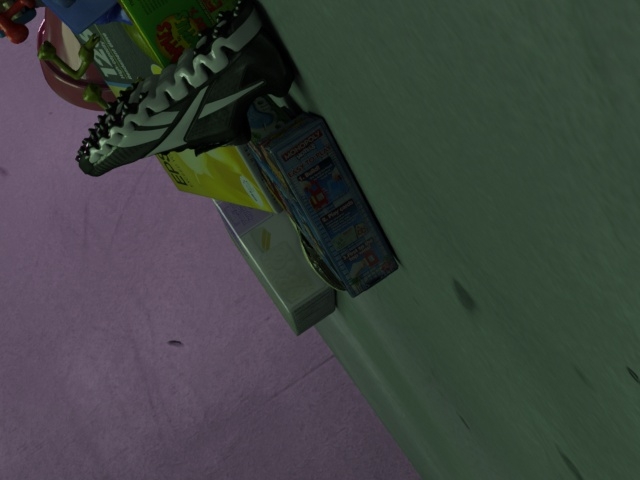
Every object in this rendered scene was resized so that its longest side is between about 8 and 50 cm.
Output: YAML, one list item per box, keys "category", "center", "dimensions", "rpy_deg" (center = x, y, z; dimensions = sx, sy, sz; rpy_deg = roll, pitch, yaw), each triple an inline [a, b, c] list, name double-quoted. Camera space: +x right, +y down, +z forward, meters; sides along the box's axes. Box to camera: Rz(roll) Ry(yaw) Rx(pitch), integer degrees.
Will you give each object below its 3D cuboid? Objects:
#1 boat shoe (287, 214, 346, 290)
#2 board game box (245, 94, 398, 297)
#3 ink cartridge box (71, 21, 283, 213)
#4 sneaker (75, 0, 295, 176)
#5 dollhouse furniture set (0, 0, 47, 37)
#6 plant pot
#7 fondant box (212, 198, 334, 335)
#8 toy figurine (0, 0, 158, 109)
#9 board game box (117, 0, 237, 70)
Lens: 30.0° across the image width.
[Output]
- category: "boat shoe"
  center: [0.000, 0.000, 1.452]
  dimensions: [0.152, 0.056, 0.049]
  rpy_deg: [58, 180, -14]
- category: "board game box"
  center: [-0.018, -0.070, 1.171]
  dimensions: [0.194, 0.060, 0.194]
  rpy_deg: [52, 172, 39]
- category: "ink cartridge box"
  center: [-0.199, -0.182, 1.519]
  dimensions: [0.307, 0.072, 0.303]
  rpy_deg: [11, 142, 46]
- category: "sneaker"
  center: [-0.118, -0.110, 1.077]
  dimensions: [0.106, 0.234, 0.078]
  rpy_deg: [45, -155, -23]
- category: "dollhouse furniture set"
  center: [-0.377, -0.413, 1.406]
  dimensions: [0.286, 0.198, 0.303]
  rpy_deg: [58, 168, -18]
- category: "plant pot"
  center: [-0.307, -0.313, 1.685]
  dimensions: [0.201, 0.201, 0.180]
  rpy_deg: [53, 159, 26]
- category: "fondant box"
  center: [-0.076, 0.028, 2.091]
  dimensions: [0.238, 0.096, 0.330]
  rpy_deg: [55, 173, 10]
- category: "toy figurine"
  center: [-0.254, -0.241, 1.180]
  dimensions: [0.362, 0.191, 0.217]
  rpy_deg: [47, -169, -28]
- category: "board game box"
  center: [-0.150, -0.249, 1.096]
  dimensions: [0.181, 0.092, 0.043]
  rpy_deg: [58, 175, -18]
